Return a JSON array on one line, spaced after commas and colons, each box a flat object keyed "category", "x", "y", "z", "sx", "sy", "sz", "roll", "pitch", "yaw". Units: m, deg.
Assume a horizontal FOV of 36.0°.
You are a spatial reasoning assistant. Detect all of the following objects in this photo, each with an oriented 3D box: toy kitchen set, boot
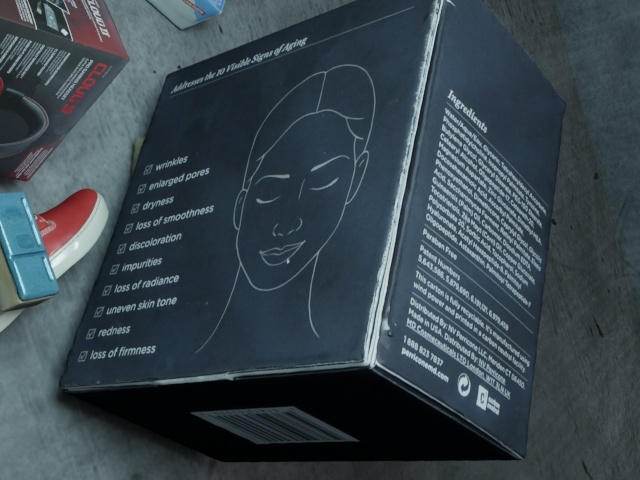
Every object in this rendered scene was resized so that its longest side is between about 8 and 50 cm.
[{"category": "toy kitchen set", "x": -0.322, "y": -0.001, "z": 0.960, "sx": 0.207, "sy": 0.166, "sz": 0.122, "roll": -12, "pitch": 80, "yaw": -58}, {"category": "boot", "x": -0.363, "y": -0.027, "z": 1.130, "sx": 0.176, "sy": 0.088, "sz": 0.244, "roll": 58, "pitch": 45, "yaw": -22}]

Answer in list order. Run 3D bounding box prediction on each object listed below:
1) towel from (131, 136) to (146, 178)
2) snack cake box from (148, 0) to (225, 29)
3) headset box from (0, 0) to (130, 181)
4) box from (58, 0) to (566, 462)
[{"category": "towel", "x": -0.163, "y": 0.044, "z": 1.401, "sx": 0.312, "sy": 0.056, "sz": 0.324, "roll": 22, "pitch": 66, "yaw": -44}, {"category": "snack cake box", "x": -0.197, "y": -0.466, "z": 1.454, "sx": 0.152, "sy": 0.089, "sz": 0.264, "roll": 39, "pitch": 52, "yaw": -40}, {"category": "headset box", "x": -0.366, "y": -0.185, "z": 1.044, "sx": 0.293, "sy": 0.218, "sz": 0.110, "roll": 11, "pitch": 45, "yaw": -51}, {"category": "box", "x": 0.000, "y": 0.000, "z": 1.189, "sx": 0.297, "sy": 0.480, "sz": 0.472, "roll": 35, "pitch": 57, "yaw": -40}]
